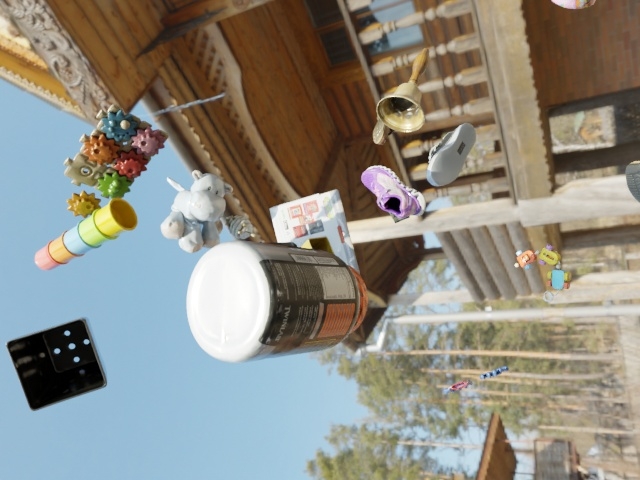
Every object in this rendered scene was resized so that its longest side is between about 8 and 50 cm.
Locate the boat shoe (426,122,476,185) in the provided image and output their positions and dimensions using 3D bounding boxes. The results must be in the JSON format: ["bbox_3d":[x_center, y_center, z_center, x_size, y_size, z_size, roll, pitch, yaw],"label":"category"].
[{"bbox_3d":[0.431,-0.292,1.832,0.113,0.105,0.306,44,-120,-20],"label":"boat shoe"}]

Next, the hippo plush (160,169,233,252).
[{"bbox_3d":[-0.395,-0.118,1.847,0.234,0.236,0.294,28,-135,-35],"label":"hippo plush"}]

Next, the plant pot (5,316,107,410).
[{"bbox_3d":[-0.667,0.300,1.379,0.167,0.188,0.188,-163,57,-75],"label":"plant pot"}]

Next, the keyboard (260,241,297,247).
[{"bbox_3d":[-0.181,0.130,1.575,0.033,0.201,0.317,82,-169,-48],"label":"keyboard"}]

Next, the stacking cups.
[{"bbox_3d":[-0.638,-0.009,1.405,0.096,0.316,0.096,53,-157,-34],"label":"stacking cups"}]

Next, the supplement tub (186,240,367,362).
[{"bbox_3d":[-0.063,0.113,0.999,0.338,0.207,0.207,9,-105,-55],"label":"supplement tub"}]

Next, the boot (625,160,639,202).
[{"bbox_3d":[0.812,-0.134,1.237,0.198,0.137,0.077,51,173,-17],"label":"boot"}]

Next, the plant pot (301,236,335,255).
[{"bbox_3d":[-0.017,0.046,1.596,0.081,0.083,0.082,-7,-113,-43],"label":"plant pot"}]

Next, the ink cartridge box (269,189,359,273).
[{"bbox_3d":[0.000,0.000,1.846,0.130,0.271,0.310,-13,-91,-66],"label":"ink cartridge box"}]

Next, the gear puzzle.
[{"bbox_3d":[-0.548,-0.178,1.346,0.175,0.339,0.044,27,-154,-40],"label":"gear puzzle"}]

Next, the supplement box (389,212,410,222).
[{"bbox_3d":[0.262,-0.121,1.819,0.083,0.056,0.083,54,-157,-34],"label":"supplement box"}]

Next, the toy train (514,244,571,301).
[{"bbox_3d":[0.631,0.081,1.482,0.046,0.125,0.166,-5,-123,-38],"label":"toy train"}]

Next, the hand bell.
[{"bbox_3d":[0.246,-0.415,1.385,0.126,0.126,0.242,53,-127,-45],"label":"hand bell"}]

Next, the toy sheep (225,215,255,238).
[{"bbox_3d":[-0.292,-0.048,1.926,0.091,0.132,0.091,-48,-18,-21],"label":"toy sheep"}]

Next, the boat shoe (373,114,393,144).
[{"bbox_3d":[0.205,-0.354,1.620,0.060,0.064,0.178,28,-132,-14],"label":"boat shoe"}]

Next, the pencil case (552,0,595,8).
[{"bbox_3d":[0.642,-0.693,1.237,0.284,0.124,0.124,88,-170,-60],"label":"pencil case"}]

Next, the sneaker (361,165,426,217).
[{"bbox_3d":[0.205,-0.144,1.618,0.104,0.236,0.095,-29,-36,-33],"label":"sneaker"}]

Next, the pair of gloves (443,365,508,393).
[{"bbox_3d":[0.466,0.420,1.585,0.159,0.198,0.023,60,-170,-70],"label":"pair of gloves"}]
